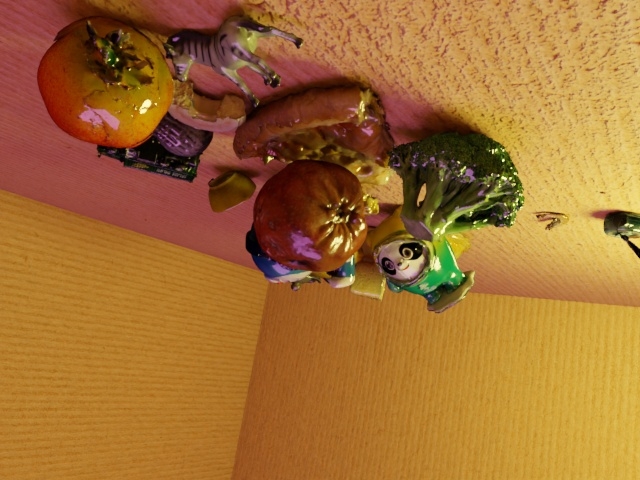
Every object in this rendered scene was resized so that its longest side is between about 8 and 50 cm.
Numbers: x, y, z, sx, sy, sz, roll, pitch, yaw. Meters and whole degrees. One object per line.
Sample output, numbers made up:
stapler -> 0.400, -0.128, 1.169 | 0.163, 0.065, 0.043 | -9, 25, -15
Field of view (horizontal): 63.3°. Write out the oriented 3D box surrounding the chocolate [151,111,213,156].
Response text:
chocolate -> -0.336, -0.256, 1.108 | 0.110, 0.110, 0.248 | 1, 161, 39

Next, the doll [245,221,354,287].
doll -> -0.058, 0.008, 1.478 | 0.309, 0.240, 0.284 | 0, -164, 0

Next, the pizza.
pizza -> -0.031, -0.212, 1.129 | 0.391, 0.080, 0.435 | 6, 167, 19

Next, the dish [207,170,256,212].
dish -> -0.279, -0.157, 1.554 | 0.207, 0.149, 0.080 | 8, 134, 51

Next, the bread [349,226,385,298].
bread -> 0.213, 0.087, 1.946 | 0.178, 0.266, 0.141 | 15, 172, -22

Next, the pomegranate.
pomegranate -> -0.346, -0.257, 0.847 | 0.210, 0.210, 0.235 | 15, 168, -24

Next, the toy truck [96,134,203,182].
toy truck -> -0.451, -0.233, 1.378 | 0.258, 0.088, 0.121 | 13, 169, -22

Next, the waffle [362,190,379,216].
waffle -> 0.025, -0.117, 1.455 | 0.290, 0.051, 0.291 | 12, 169, 2

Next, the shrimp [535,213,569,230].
shrimp -> 0.642, -0.056, 1.462 | 0.083, 0.023, 0.114 | 13, 164, -1

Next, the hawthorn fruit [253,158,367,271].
hawthorn fruit -> -0.024, -0.055, 1.119 | 0.258, 0.258, 0.262 | 19, -166, -39

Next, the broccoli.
broccoli -> 0.268, -0.107, 1.035 | 0.261, 0.242, 0.269 | 28, 164, 48

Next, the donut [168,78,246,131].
donut -> -0.233, -0.269, 1.052 | 0.165, 0.065, 0.108 | 12, 170, -13

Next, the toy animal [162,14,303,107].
toy animal -> -0.145, -0.299, 0.818 | 0.176, 0.074, 0.216 | 31, 157, -23

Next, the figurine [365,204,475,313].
figurine -> 0.311, 0.053, 1.665 | 0.340, 0.231, 0.323 | 46, 125, -9

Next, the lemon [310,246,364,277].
lemon -> 0.002, 0.001, 1.737 | 0.283, 0.261, 0.260 | -1, 167, 15

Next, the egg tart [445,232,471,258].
egg tart -> 0.403, 0.025, 1.868 | 0.288, 0.119, 0.288 | 12, 165, 3

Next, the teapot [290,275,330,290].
teapot -> -0.044, 0.061, 1.982 | 0.305, 0.285, 0.223 | 21, 165, -40

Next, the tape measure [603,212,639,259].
tape measure -> 0.791, 0.016, 1.329 | 0.104, 0.180, 0.107 | -5, 169, -5
